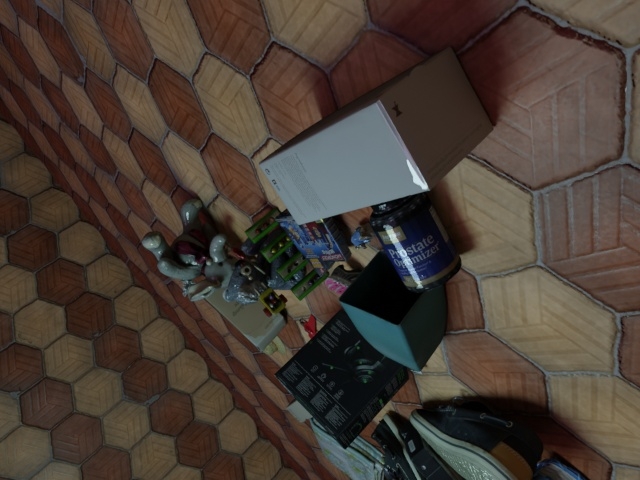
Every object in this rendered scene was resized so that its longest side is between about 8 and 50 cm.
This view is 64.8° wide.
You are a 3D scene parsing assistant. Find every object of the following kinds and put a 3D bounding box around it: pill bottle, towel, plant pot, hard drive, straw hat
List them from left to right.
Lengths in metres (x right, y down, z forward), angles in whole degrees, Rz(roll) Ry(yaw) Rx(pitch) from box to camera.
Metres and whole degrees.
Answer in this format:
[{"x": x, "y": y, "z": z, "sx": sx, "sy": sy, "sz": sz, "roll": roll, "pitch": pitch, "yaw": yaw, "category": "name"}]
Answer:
[{"x": -0.206, "y": 0.426, "z": 2.030, "sx": 0.145, "sy": 0.061, "sz": 0.144, "roll": 34, "pitch": 147, "yaw": 26, "category": "straw hat"}, {"x": 0.124, "y": 0.905, "z": 2.114, "sx": 0.375, "sy": 0.090, "sz": 0.320, "roll": 25, "pitch": 142, "yaw": 36, "category": "towel"}, {"x": 0.185, "y": 0.176, "z": 1.145, "sx": 0.166, "sy": 0.165, "sz": 0.234, "roll": 19, "pitch": 146, "yaw": 42, "category": "plant pot"}, {"x": 0.170, "y": -0.020, "z": 0.967, "sx": 0.123, "sy": 0.123, "sz": 0.219, "roll": -9, "pitch": 117, "yaw": 56, "category": "pill bottle"}, {"x": 0.377, "y": 0.699, "z": 1.469, "sx": 0.339, "sy": 0.064, "sz": 0.237, "roll": 49, "pitch": -178, "yaw": 2, "category": "hard drive"}]

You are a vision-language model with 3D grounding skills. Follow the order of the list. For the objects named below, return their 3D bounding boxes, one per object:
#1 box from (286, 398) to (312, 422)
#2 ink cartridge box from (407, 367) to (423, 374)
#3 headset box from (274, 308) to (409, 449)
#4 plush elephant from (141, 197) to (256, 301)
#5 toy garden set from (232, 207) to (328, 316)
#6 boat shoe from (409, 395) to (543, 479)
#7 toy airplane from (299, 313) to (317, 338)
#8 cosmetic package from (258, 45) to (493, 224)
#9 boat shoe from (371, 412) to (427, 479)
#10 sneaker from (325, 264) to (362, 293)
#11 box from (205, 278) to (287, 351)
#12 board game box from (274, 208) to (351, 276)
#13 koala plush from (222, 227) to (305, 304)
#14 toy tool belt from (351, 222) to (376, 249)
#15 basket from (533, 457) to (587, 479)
[{"x": -0.042, "y": 0.644, "z": 2.014, "sx": 0.094, "sy": 0.113, "sz": 0.275, "roll": 45, "pitch": 151, "yaw": 7, "category": "box"}, {"x": 0.236, "y": 0.299, "z": 1.338, "sx": 0.063, "sy": 0.029, "sz": 0.115, "roll": 4, "pitch": 129, "yaw": 51, "category": "ink cartridge box"}, {"x": 0.068, "y": 0.363, "z": 1.372, "sx": 0.246, "sy": 0.283, "sz": 0.131, "roll": 36, "pitch": 162, "yaw": 32, "category": "headset box"}, {"x": -0.372, "y": 0.059, "z": 1.645, "sx": 0.256, "sy": 0.272, "sz": 0.329, "roll": 4, "pitch": 119, "yaw": 26, "category": "plush elephant"}, {"x": -0.122, "y": 0.066, "z": 1.362, "sx": 0.244, "sy": 0.204, "sz": 0.049, "roll": 52, "pitch": 164, "yaw": -5, "category": "toy garden set"}, {"x": 0.374, "y": 0.493, "z": 1.261, "sx": 0.187, "sy": 0.156, "sz": 0.500, "roll": 47, "pitch": 165, "yaw": 0, "category": "boat shoe"}, {"x": -0.017, "y": 0.314, "z": 1.687, "sx": 0.151, "sy": 0.028, "sz": 0.151, "roll": 32, "pitch": 145, "yaw": 27, "category": "toy airplane"}, {"x": 0.074, "y": -0.160, "z": 0.866, "sx": 0.366, "sy": 0.197, "sz": 0.155, "roll": -9, "pitch": 117, "yaw": 57, "category": "cosmetic package"}, {"x": 0.237, "y": 0.672, "z": 1.532, "sx": 0.127, "sy": 0.113, "sz": 0.340, "roll": 47, "pitch": -178, "yaw": -28, "category": "boat shoe"}, {"x": 0.101, "y": 0.110, "z": 1.272, "sx": 0.171, "sy": 0.074, "sz": 0.063, "roll": 22, "pitch": 146, "yaw": 1, "category": "sneaker"}, {"x": -0.281, "y": 0.239, "z": 1.814, "sx": 0.311, "sy": 0.148, "sz": 0.121, "roll": 38, "pitch": 164, "yaw": 17, "category": "box"}, {"x": 0.000, "y": 0.000, "z": 1.278, "sx": 0.194, "sy": 0.060, "sz": 0.194, "roll": -4, "pitch": 123, "yaw": 54, "category": "board game box"}, {"x": -0.176, "y": 0.105, "z": 1.467, "sx": 0.196, "sy": 0.221, "sz": 0.203, "roll": -6, "pitch": 119, "yaw": 55, "category": "koala plush"}, {"x": 0.092, "y": -0.004, "z": 1.159, "sx": 0.052, "sy": 0.051, "sz": 0.083, "roll": 46, "pitch": 150, "yaw": 6, "category": "toy tool belt"}, {"x": 0.553, "y": 0.621, "z": 1.112, "sx": 0.255, "sy": 0.201, "sz": 0.289, "roll": 39, "pitch": 158, "yaw": 20, "category": "basket"}]
